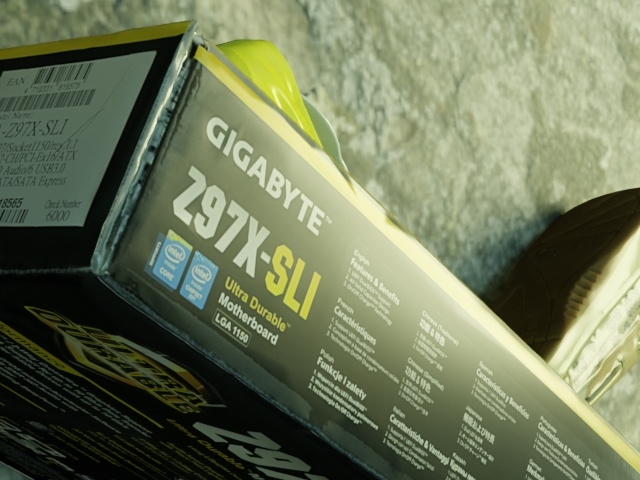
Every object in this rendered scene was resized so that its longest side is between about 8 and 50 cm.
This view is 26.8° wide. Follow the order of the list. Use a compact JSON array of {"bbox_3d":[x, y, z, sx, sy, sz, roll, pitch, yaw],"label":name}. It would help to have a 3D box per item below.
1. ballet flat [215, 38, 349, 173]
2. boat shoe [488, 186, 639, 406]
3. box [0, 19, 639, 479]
[{"bbox_3d":[0.000,0.000,0.689,0.077,0.077,0.231,-45,115,-48],"label":"ballet flat"},{"bbox_3d":[0.131,0.077,0.766,0.285,0.105,0.089,-42,111,-32],"label":"boat shoe"},{"bbox_3d":[-0.046,0.055,0.498,0.322,0.257,0.079,41,59,-40],"label":"box"}]
